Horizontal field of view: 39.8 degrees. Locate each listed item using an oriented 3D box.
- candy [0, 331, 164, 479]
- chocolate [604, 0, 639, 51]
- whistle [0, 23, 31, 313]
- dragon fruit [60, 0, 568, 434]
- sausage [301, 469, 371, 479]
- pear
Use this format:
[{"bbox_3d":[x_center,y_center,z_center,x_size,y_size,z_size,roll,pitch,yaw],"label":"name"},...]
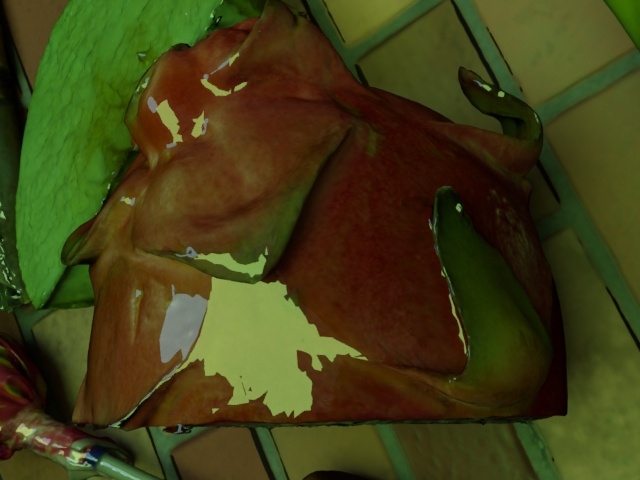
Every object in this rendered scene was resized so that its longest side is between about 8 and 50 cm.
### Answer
[{"bbox_3d":[-0.199,0.173,0.739,0.365,0.124,0.124,18,97,20],"label":"candy"},{"bbox_3d":[0.300,-0.140,0.384,0.301,0.137,0.289,-25,72,-11],"label":"chocolate"},{"bbox_3d":[-0.311,-0.094,0.829,0.068,0.057,0.326,-21,79,35],"label":"whistle"},{"bbox_3d":[0.000,0.000,0.528,0.305,0.305,0.226,-8,77,28],"label":"dragon fruit"},{"bbox_3d":[0.100,0.231,0.580,0.300,0.083,0.089,12,82,27],"label":"sausage"},{"bbox_3d":[-0.138,-0.110,0.700,0.288,0.139,0.239,-55,51,20],"label":"pear"}]
